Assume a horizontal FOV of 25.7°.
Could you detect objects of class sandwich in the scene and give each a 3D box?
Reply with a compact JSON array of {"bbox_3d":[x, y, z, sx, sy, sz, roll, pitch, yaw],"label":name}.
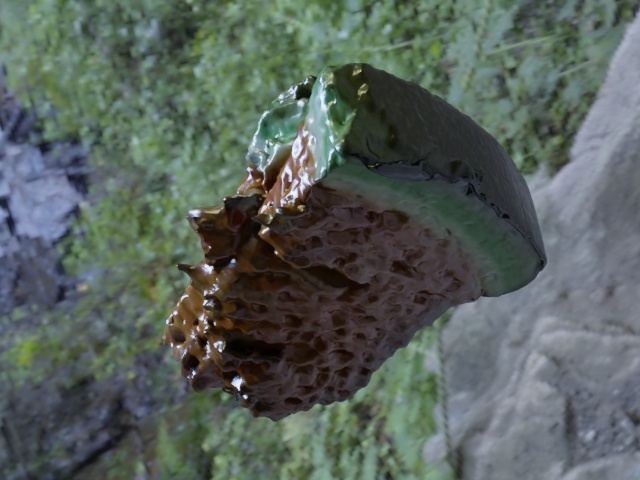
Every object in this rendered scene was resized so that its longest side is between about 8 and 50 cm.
[{"bbox_3d":[0.000,0.000,1.018,0.301,0.250,0.162,-41,48,25],"label":"sandwich"}]
